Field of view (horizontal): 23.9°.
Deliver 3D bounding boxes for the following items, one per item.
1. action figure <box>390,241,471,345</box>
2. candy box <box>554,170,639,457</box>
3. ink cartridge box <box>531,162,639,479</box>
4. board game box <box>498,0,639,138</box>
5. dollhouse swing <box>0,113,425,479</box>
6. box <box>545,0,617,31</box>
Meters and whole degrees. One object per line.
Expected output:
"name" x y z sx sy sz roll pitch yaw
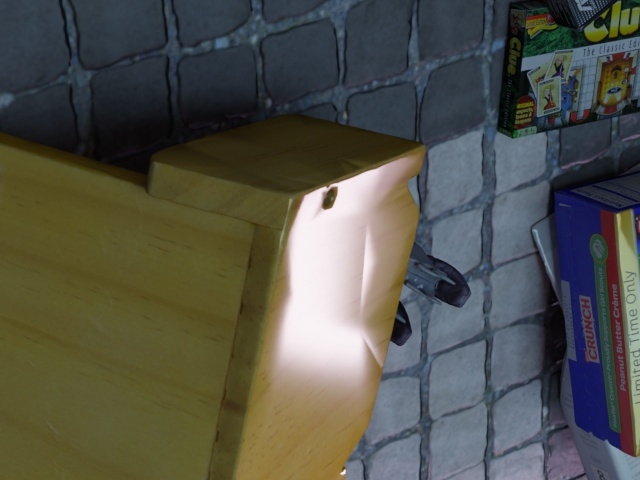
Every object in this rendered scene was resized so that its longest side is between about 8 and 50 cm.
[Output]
"action figure" 0.000 0.000 1.381 0.285 0.099 0.185 29 112 -36
"candy box" 0.420 0.053 1.617 0.317 0.122 0.268 -14 106 -21
"ink cartridge box" 0.397 0.078 1.730 0.308 0.091 0.385 -29 110 -18
"board game box" 0.296 -0.189 1.531 0.259 0.030 0.136 -14 119 -28
"dollhouse swing" -0.138 0.056 1.281 0.315 0.305 0.347 -25 131 -57
"box" 0.262 -0.325 1.410 0.184 0.045 0.191 -39 122 -16
